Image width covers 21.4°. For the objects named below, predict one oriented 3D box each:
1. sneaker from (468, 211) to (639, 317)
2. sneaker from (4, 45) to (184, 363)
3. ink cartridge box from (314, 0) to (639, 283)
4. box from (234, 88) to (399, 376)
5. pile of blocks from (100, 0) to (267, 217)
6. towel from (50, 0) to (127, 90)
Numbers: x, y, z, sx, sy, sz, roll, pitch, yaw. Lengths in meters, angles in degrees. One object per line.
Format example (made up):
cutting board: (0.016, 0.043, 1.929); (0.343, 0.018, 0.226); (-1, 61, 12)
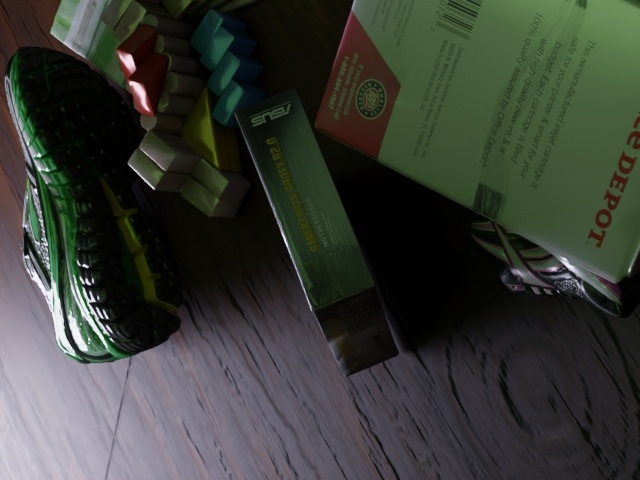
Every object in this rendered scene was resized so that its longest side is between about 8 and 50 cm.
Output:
sneaker: (0.189, 0.018, 1.373); (0.178, 0.072, 0.077); (42, 127, 42)
sneaker: (-0.261, -0.037, 1.705); (0.146, 0.134, 0.343); (-27, 73, 38)
ink cartridge box: (0.163, -0.125, 1.297); (0.283, 0.117, 0.207); (29, 116, 20)
box: (0.000, 0.000, 1.429); (0.056, 0.231, 0.183); (-22, 72, 0)
pile of blocks: (-0.137, -0.202, 1.603); (0.149, 0.113, 0.362); (-20, 79, 29)
towel: (-0.214, -0.233, 1.747); (0.152, 0.023, 0.113); (37, 110, 37)
